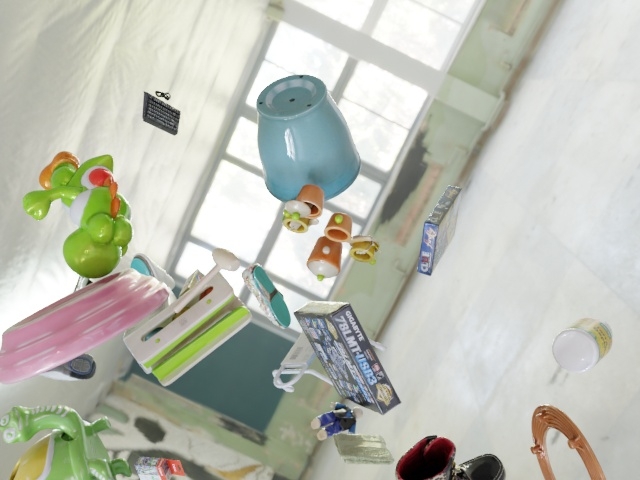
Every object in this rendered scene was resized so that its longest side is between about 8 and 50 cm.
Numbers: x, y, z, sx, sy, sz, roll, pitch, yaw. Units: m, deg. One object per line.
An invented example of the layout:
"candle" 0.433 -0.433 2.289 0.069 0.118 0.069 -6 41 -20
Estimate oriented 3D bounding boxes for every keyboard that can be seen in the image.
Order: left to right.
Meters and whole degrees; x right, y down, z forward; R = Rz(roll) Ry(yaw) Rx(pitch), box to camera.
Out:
"keyboard" -0.430 -0.358 1.702 0.180 0.023 0.108 15 -103 -75

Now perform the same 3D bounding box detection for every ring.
"ring" 0.579 0.554 1.468 0.336 0.032 0.337 165 90 -83

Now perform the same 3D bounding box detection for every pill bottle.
"pill bottle" 0.709 0.272 1.668 0.208 0.117 0.118 -9 -47 -51

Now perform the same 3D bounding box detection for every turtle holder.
"turtle holder" -0.550 0.513 1.329 0.320 0.227 0.243 81 164 -45

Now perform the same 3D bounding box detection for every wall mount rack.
"wall mount rack" 0.021 0.374 1.981 0.304 0.131 0.350 -9 31 41

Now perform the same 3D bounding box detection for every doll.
"doll" 0.060 0.548 1.886 0.188 0.129 0.046 -9 -33 -46

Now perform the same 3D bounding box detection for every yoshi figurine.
"yoshi figurine" -0.497 -0.044 1.316 0.362 0.203 0.203 40 146 51

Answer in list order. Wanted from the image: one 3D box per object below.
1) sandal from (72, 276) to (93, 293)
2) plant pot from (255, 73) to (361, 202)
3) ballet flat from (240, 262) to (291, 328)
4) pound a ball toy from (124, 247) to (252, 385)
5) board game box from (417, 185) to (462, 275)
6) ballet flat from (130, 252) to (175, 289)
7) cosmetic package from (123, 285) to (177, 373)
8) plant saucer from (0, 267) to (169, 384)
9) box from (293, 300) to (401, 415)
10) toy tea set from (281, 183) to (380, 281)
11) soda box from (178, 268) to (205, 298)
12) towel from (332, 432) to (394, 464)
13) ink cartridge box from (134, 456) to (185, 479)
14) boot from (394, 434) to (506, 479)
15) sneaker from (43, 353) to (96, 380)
"sandal" -0.779 0.179 2.075 0.303 0.086 0.120 -56 22 31
"plant pot" -0.048 -0.276 1.615 0.255 0.271 0.272 73 -147 -46
"ballet flat" -0.173 0.175 1.970 0.077 0.241 0.091 -12 22 40
"pound a ball toy" -0.313 0.162 1.480 0.319 0.135 0.208 -38 -42 -11
"board game box" 0.340 -0.031 1.771 0.243 0.042 0.165 -47 -34 -51
"ballet flat" -0.544 0.200 2.101 0.139 0.139 0.401 -66 -23 -60
"cosmetic package" -0.484 0.258 1.859 0.153 0.129 0.296 -30 16 -6
"plant saucer" -0.447 0.143 1.159 0.332 0.084 0.332 -24 9 4
"box" 0.064 0.306 1.679 0.073 0.296 0.293 -31 6 -21
"toy tea set" 0.000 0.000 1.600 0.199 0.336 0.124 -9 52 37
"soda box" -0.475 0.176 2.340 0.058 0.061 0.181 -42 15 14
"towel" 0.108 0.531 1.592 0.110 0.148 0.027 -126 48 -67
"ink cartridge box" -0.405 0.582 1.576 0.029 0.115 0.063 -68 -27 -56
"boot" 0.363 0.660 1.746 0.138 0.377 0.284 47 155 51
"sneaker" -0.888 0.403 2.018 0.129 0.297 0.111 -30 44 42
